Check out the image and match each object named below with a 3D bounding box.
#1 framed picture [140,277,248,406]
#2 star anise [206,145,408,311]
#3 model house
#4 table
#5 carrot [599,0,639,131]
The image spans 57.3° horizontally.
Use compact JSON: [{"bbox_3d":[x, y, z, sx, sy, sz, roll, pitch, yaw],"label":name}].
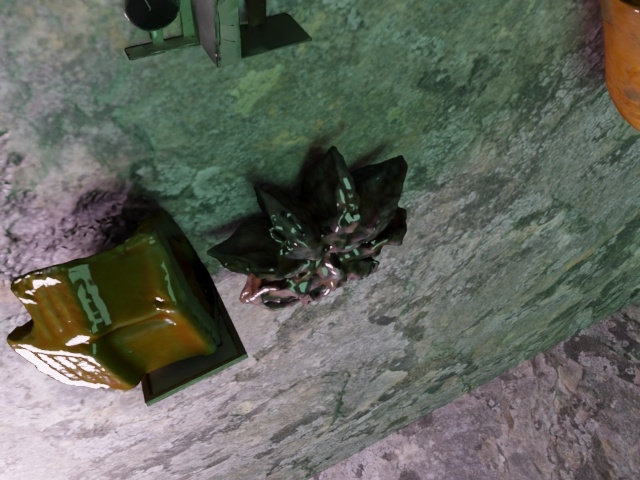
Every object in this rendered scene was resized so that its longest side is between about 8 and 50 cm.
[{"bbox_3d":[-0.188,0.129,0.803,0.136,0.201,0.010,-25,123,-11],"label":"framed picture"},{"bbox_3d":[0.002,-0.001,0.855,0.332,0.117,0.331,-23,153,-13],"label":"star anise"},{"bbox_3d":[-0.259,0.078,0.712,0.239,0.173,0.268,-21,142,-3],"label":"model house"},{"bbox_3d":[-0.092,-0.231,0.508,0.175,0.062,0.146,-22,148,-20],"label":"table"},{"bbox_3d":[0.509,-0.279,0.805,0.224,0.224,0.341,-38,145,10],"label":"carrot"}]
